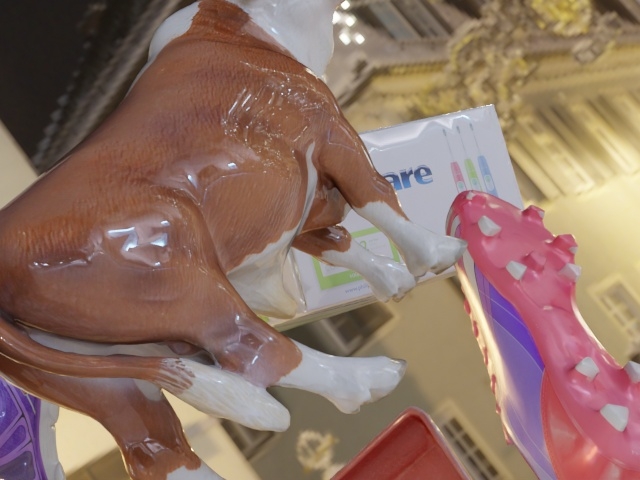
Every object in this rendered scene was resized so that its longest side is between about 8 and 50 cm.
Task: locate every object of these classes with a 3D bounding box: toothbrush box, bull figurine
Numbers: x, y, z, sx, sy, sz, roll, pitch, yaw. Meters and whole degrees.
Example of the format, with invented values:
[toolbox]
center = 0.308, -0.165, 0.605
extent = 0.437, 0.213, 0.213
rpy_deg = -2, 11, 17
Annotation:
[toothbrush box]
center = 0.000, 0.000, 1.020
extent = 0.206, 0.122, 0.283
rpy_deg = -14, -6, -29
[bull figurine]
center = -0.034, -0.019, 0.572
extent = 0.101, 0.188, 0.310
rpy_deg = -47, 5, 43

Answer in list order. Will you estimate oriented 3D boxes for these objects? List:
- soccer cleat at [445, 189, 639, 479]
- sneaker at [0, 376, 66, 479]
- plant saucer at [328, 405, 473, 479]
[soccer cleat]
center = 0.120, 0.062, 0.733
extent = 0.083, 0.248, 0.095
rpy_deg = 11, -58, -27
[sneaker]
center = -0.241, 0.175, 0.982
extent = 0.071, 0.170, 0.068
rpy_deg = -5, -4, -34
[plant saucer]
center = 0.067, 0.289, 0.888
extent = 0.047, 0.259, 0.258
rpy_deg = -1, -40, -52
